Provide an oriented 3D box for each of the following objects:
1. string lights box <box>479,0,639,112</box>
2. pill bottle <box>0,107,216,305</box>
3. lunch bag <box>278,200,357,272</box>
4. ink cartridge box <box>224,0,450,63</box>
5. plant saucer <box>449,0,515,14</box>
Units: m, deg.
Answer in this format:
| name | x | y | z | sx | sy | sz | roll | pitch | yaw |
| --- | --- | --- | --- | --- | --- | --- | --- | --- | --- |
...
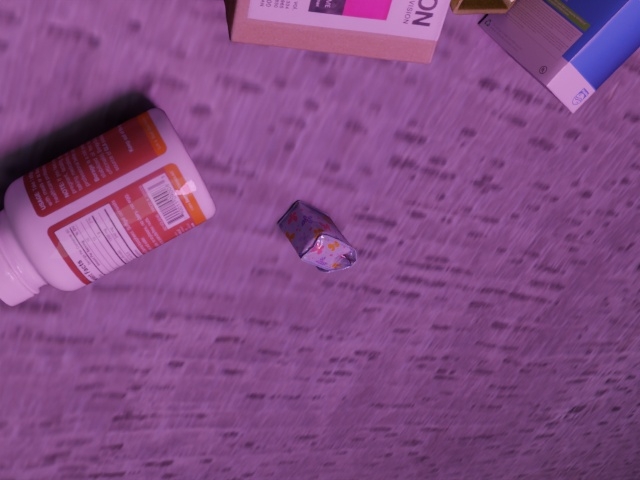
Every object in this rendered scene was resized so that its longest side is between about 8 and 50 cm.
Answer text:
| name | x | y | z | sx | sy | sz | roll | pitch | yaw |
| --- | --- | --- | --- | --- | --- | --- | --- | --- | --- |
| string lights box | 0.311 | -0.280 | 0.940 | 0.260 | 0.133 | 0.076 | -46 | 139 | 15 |
| pill bottle | -0.220 | -0.028 | 0.847 | 0.216 | 0.121 | 0.121 | -28 | 141 | -6 |
| lunch bag | 0.000 | 0.000 | 1.066 | 0.083 | 0.071 | 0.053 | 21 | 116 | -46 |
| ink cartridge box | 0.029 | -0.278 | 0.748 | 0.193 | 0.088 | 0.235 | 3 | 130 | -13 |
| plant saucer | 0.191 | -0.311 | 0.851 | 0.188 | 0.045 | 0.188 | -58 | 165 | 27 |
